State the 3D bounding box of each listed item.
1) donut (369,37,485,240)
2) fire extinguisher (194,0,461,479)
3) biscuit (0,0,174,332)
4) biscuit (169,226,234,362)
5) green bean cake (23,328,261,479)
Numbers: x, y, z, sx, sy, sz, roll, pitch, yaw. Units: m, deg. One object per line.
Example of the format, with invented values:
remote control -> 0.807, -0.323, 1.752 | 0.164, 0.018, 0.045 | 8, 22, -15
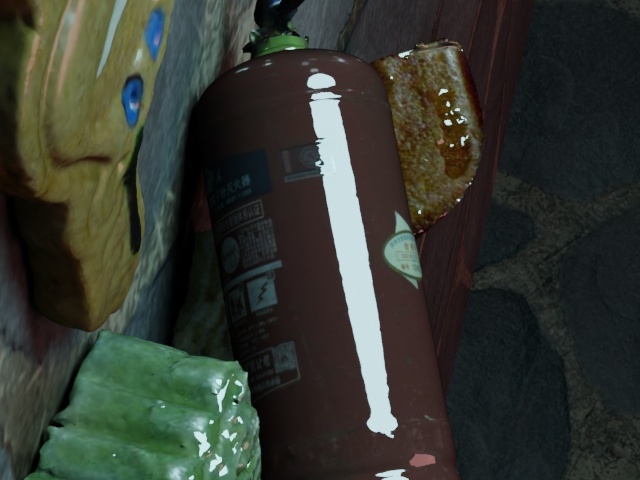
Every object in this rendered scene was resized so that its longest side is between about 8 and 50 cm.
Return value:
donut -> 0.059, -0.056, 1.427 | 0.126, 0.144, 0.186 | 125, -43, -61
fire extinguisher -> 0.000, 0.000, 0.988 | 0.135, 0.114, 0.337 | 136, -54, -65
biscuit -> -0.098, -0.085, 0.732 | 0.183, 0.047, 0.319 | -63, 163, -50
biscuit -> -0.051, 0.090, 1.131 | 0.239, 0.062, 0.108 | 80, 22, -63
green bean cake -> -0.090, 0.161, 0.884 | 0.181, 0.094, 0.173 | -68, 166, -45
